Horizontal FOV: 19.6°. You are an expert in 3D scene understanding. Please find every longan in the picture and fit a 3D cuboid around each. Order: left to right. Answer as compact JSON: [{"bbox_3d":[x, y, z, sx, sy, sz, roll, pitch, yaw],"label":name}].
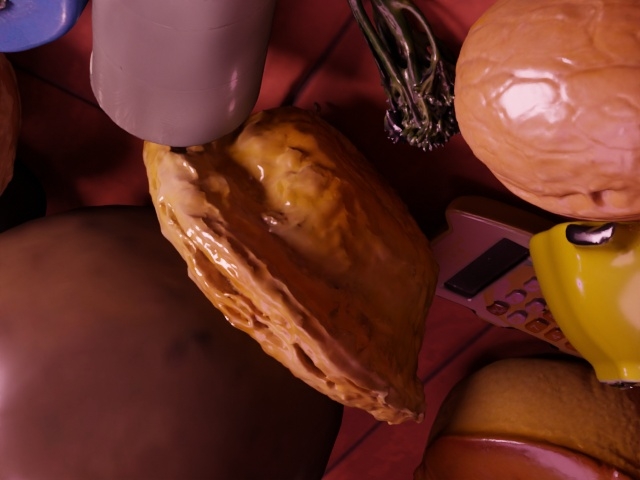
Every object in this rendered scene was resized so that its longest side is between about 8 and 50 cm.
[{"bbox_3d":[-0.172,0.138,1.549,0.404,0.336,0.404,-1,178,0],"label":"longan"}]

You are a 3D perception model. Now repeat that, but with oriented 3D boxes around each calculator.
[{"bbox_3d":[0.181,0.036,1.492,0.236,0.033,0.157,27,149,-14],"label":"calculator"}]

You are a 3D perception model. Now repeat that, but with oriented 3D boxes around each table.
[{"bbox_3d":[-0.090,-0.171,1.236,0.126,0.126,0.220,20,149,3],"label":"table"}]

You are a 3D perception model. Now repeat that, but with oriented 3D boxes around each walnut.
[{"bbox_3d":[0.186,-0.090,1.162,0.197,0.165,0.165,9,148,27],"label":"walnut"}]

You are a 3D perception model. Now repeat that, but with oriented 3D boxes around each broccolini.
[{"bbox_3d":[0.053,-0.140,1.260,0.058,0.074,0.201,18,152,41],"label":"broccolini"}]

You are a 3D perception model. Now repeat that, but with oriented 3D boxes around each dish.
[{"bbox_3d":[0.253,0.052,1.282,0.221,0.108,0.262,3,176,6],"label":"dish"}]

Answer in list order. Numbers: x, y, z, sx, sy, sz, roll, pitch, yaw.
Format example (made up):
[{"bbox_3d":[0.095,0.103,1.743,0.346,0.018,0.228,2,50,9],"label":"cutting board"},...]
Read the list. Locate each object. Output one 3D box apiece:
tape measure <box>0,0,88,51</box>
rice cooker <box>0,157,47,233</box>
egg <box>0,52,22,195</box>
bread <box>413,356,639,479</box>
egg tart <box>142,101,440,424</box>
[{"bbox_3d":[-0.300,-0.221,1.326,0.351,0.098,0.215,-8,138,44],"label":"tape measure"},{"bbox_3d":[-0.344,-0.030,1.632,0.203,0.118,0.142,2,145,23],"label":"rice cooker"},{"bbox_3d":[-0.335,-0.093,1.452,0.203,0.203,0.245,26,156,-8],"label":"egg"},{"bbox_3d":[0.212,0.213,1.638,0.270,0.148,0.270,16,149,10],"label":"bread"},{"bbox_3d":[0.000,0.000,1.386,0.128,0.319,0.319,-42,121,10],"label":"egg tart"}]
